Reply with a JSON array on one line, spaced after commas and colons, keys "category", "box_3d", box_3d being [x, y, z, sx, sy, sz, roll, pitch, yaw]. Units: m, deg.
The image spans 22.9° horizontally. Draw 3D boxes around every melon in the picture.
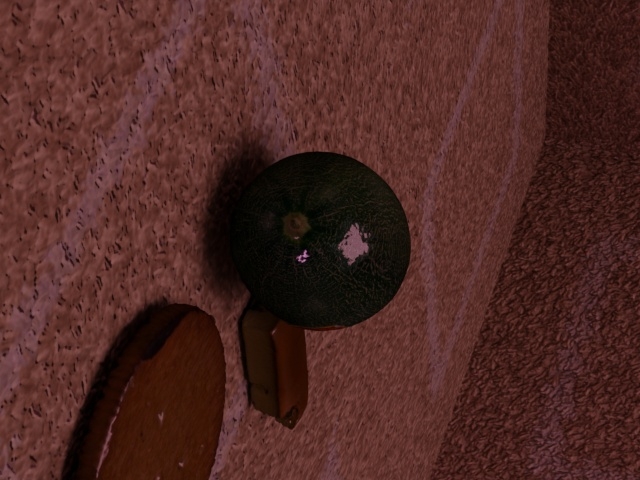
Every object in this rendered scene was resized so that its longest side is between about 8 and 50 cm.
[{"category": "melon", "box_3d": [0.000, 0.000, 1.613, 0.287, 0.182, 0.182, 43, 61, -75]}]

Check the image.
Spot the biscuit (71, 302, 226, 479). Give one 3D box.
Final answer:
[{"category": "biscuit", "box_3d": [-0.163, 0.205, 1.473, 0.305, 0.038, 0.305, 13, 90, -73]}]

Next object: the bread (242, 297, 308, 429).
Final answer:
[{"category": "bread", "box_3d": [-0.049, 0.141, 1.802, 0.226, 0.049, 0.088, 87, 22, -47]}]
